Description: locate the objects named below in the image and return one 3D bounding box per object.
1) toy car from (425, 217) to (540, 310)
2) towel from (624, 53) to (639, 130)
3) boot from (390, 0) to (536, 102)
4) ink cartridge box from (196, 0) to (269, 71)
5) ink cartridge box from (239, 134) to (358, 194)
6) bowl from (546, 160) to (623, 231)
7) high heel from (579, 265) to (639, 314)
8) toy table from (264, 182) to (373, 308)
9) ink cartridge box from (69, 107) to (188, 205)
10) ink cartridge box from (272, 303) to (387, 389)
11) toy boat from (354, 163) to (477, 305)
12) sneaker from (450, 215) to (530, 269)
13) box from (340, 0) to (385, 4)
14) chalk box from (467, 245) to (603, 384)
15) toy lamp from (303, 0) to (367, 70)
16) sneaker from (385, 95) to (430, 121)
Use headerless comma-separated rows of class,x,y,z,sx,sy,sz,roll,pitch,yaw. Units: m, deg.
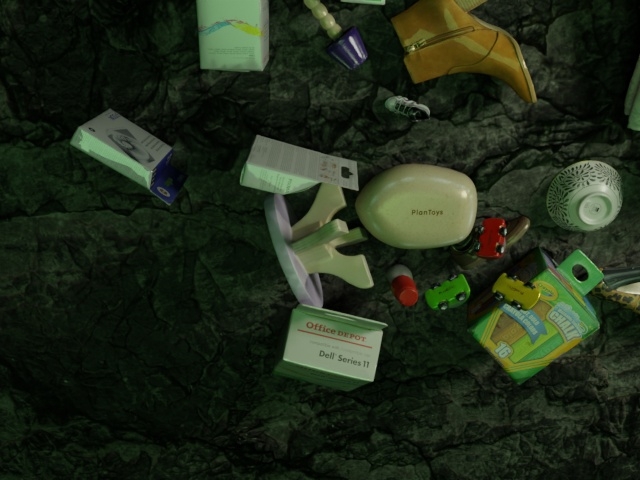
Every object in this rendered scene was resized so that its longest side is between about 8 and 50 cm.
toy car,0.335,0.088,1.466,0.225,0.239,0.053,-28,142,14
towel,0.785,-0.368,1.288,0.320,0.090,0.375,0,134,2
boot,0.286,-0.364,1.369,0.211,0.104,0.295,-28,106,20
ink cartridge box,-0.168,-0.430,1.331,0.127,0.128,0.176,1,114,2
ink cartridge box,-0.042,-0.144,1.425,0.232,0.189,0.066,18,115,-7
bowl,0.591,-0.083,1.488,0.170,0.080,0.170,1,114,1
high heel,0.732,0.146,1.609,0.186,0.093,0.261,-13,132,36
toy table,0.000,0.000,1.473,0.160,0.252,0.274,-21,92,14
ink cartridge box,-0.376,-0.179,1.404,0.224,0.223,0.045,33,106,-13
ink cartridge box,0.012,0.249,1.526,0.207,0.353,0.119,14,71,-4
toy boat,0.199,-0.017,1.514,0.267,0.148,0.318,6,108,-6
sneaker,0.381,-0.007,1.540,0.188,0.066,0.071,-37,103,16
box,0.085,-0.510,1.298,0.087,0.102,0.101,5,116,2
chalk box,0.495,0.146,1.527,0.180,0.179,0.289,45,110,-3
toy lamp,-0.005,-0.459,1.341,0.080,0.080,0.275,-33,108,16
sneaker,0.184,-0.273,1.422,0.098,0.069,0.038,12,114,-3
